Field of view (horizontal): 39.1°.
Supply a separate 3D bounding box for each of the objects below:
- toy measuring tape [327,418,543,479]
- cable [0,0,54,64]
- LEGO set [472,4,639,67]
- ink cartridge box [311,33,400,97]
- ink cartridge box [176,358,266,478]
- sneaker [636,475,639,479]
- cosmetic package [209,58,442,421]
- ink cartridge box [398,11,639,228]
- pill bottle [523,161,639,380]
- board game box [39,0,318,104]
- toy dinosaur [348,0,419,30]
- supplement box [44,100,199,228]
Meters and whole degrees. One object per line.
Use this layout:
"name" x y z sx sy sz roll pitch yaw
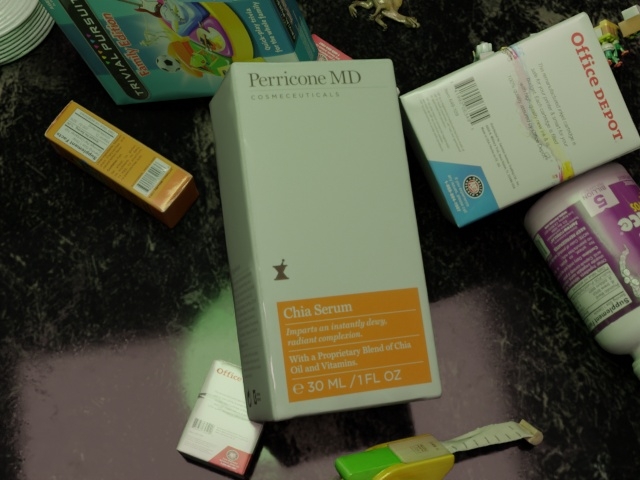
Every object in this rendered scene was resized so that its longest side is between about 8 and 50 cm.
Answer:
"toy measuring tape" 0.147 0.323 1.203 0.330 0.121 0.121 -7 67 -23
"cable" -0.569 -0.405 1.481 0.257 0.089 0.257 -11 68 -5
"LEGO set" 0.387 -0.272 1.419 0.287 0.132 0.107 -11 75 7
"ink cartridge box" -0.017 -0.172 1.388 0.172 0.100 0.237 35 71 13
"ink cartridge box" -0.125 0.246 1.241 0.099 0.056 0.135 20 69 6
"sneaker" 0.355 0.396 1.174 0.286 0.109 0.130 -19 60 -16
"cosmetic package" 0.000 0.000 1.201 0.230 0.161 0.453 -6 81 -18
"ink cartridge box" 0.269 -0.166 1.279 0.270 0.197 0.198 -24 94 4
"pill bottle" 0.432 0.052 1.266 0.169 0.169 0.301 -25 71 -10
"board game box" -0.203 -0.318 1.304 0.336 0.253 0.079 -2 56 21
"toy dinosaur" 0.092 -0.414 1.524 0.093 0.053 0.183 -26 77 -27
"supplement box" -0.303 -0.117 1.375 0.233 0.078 0.080 34 75 13
